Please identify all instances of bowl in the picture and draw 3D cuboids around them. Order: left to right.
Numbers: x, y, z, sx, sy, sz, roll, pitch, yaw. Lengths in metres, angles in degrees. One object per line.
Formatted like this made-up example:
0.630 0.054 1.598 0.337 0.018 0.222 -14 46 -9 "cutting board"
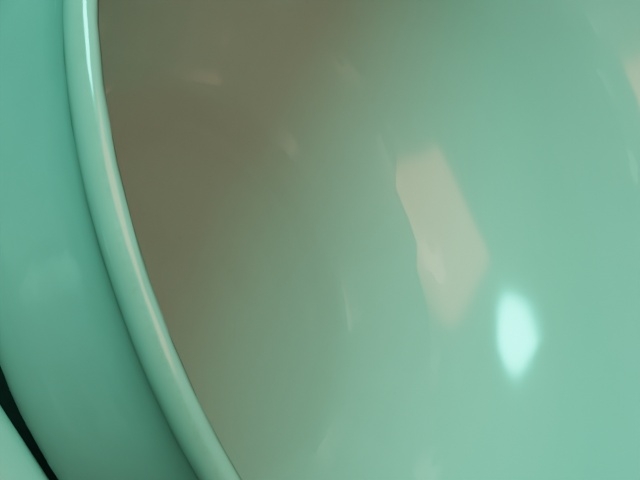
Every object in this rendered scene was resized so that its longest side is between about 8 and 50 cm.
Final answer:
0.000 0.000 0.479 0.298 0.134 0.297 24 57 -43 "bowl"

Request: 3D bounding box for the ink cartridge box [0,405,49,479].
-0.214 0.051 0.410 0.211 0.121 0.289 -33 88 -27 "ink cartridge box"
